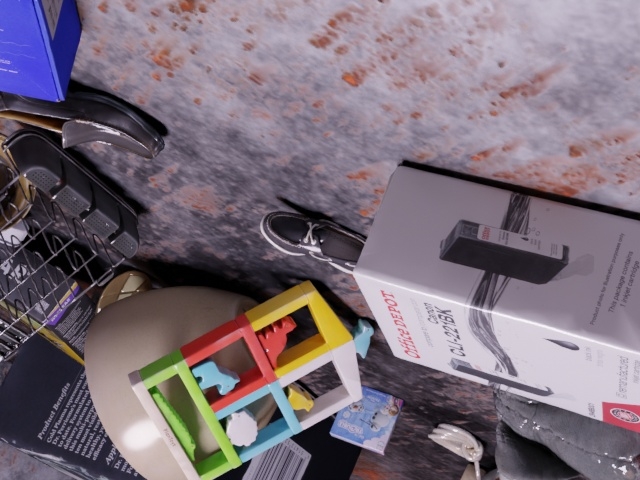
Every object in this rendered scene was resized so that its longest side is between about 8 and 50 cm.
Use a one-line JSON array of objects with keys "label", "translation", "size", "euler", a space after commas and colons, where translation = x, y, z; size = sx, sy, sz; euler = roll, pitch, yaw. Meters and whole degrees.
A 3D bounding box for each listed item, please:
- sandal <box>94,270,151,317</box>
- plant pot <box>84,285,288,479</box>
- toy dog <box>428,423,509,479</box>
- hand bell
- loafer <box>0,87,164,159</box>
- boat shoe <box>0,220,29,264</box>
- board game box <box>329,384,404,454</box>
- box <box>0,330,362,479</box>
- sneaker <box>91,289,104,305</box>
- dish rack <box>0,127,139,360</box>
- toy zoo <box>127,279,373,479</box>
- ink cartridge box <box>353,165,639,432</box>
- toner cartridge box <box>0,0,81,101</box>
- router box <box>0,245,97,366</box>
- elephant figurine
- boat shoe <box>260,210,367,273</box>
[{"label": "sandal", "translation": [-0.312, 0.122, 1.516], "size": [0.072, 0.180, 0.049], "euler": [15, -161, -20]}, {"label": "plant pot", "translation": [-0.155, 0.174, 1.370], "size": [0.191, 0.284, 0.284], "euler": [-28, 134, 20]}, {"label": "toy dog", "translation": [0.286, 0.443, 1.630], "size": [0.220, 0.161, 0.333], "euler": [11, 156, 30]}, {"label": "hand bell", "translation": [-0.430, -0.064, 1.299], "size": [0.126, 0.126, 0.242], "euler": [28, 172, -11]}, {"label": "loafer", "translation": [-0.238, -0.114, 0.981], "size": [0.170, 0.061, 0.062], "euler": [24, 158, -1]}, {"label": "boat shoe", "translation": [-0.552, -0.041, 1.364], "size": [0.301, 0.102, 0.108], "euler": [30, -172, -42]}, {"label": "board game box", "translation": [0.073, 0.276, 1.554], "size": [0.090, 0.090, 0.020], "euler": [17, 158, 17]}, {"label": "box", "translation": [-0.256, 0.357, 1.833], "size": [0.472, 0.297, 0.480], "euler": [11, 156, 35]}, {"label": "sneaker", "translation": [-0.300, 0.105, 1.573], "size": [0.084, 0.069, 0.185], "euler": [30, 158, -28]}, {"label": "dish rack", "translation": [-0.363, 0.022, 1.172], "size": [0.208, 0.271, 0.074], "euler": [46, -173, -43]}, {"label": "toy zoo", "translation": [-0.067, 0.172, 1.249], "size": [0.030, 0.293, 0.192], "euler": [51, 167, 56]}, {"label": "ink cartridge box", "translation": [0.185, 0.055, 0.861], "size": [0.273, 0.114, 0.197], "euler": [16, 158, 23]}, {"label": "toner cartridge box", "translation": [-0.371, -0.208, 0.773], "size": [0.348, 0.075, 0.165], "euler": [11, 158, -4]}, {"label": "router box", "translation": [-0.477, 0.072, 1.584], "size": [0.309, 0.081, 0.243], "euler": [29, 162, 22]}, {"label": "elephant figurine", "translation": [0.241, 0.172, 1.004], "size": [0.240, 0.169, 0.186], "euler": [9, 160, 26]}, {"label": "boat shoe", "translation": [0.000, 0.000, 1.025], "size": [0.125, 0.046, 0.038], "euler": [26, 160, -13]}]
